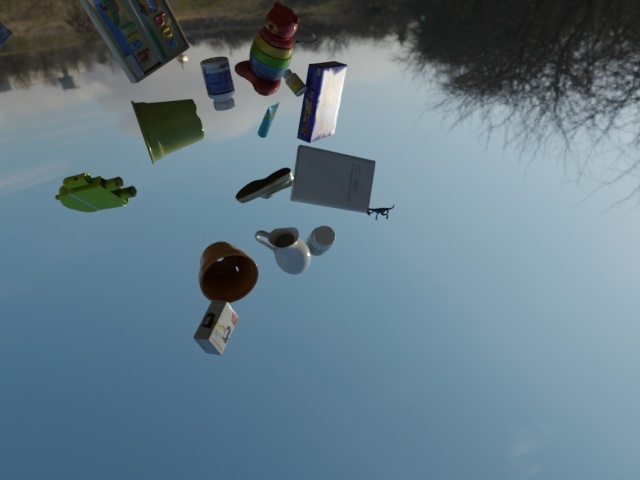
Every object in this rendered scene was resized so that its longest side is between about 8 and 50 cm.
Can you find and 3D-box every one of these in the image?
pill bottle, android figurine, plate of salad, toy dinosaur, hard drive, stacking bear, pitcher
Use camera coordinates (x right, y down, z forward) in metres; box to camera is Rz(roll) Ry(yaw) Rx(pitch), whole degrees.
[{"bbox_3d":[-0.117,-0.702,2.120,0.065,0.116,0.065,-39,179,0],"label":"pill bottle"},{"bbox_3d":[-0.823,-0.168,1.735,0.272,0.056,0.248,-11,161,11],"label":"android figurine"},{"bbox_3d":[-0.395,-0.612,1.867,0.111,0.187,0.112,-6,-148,4],"label":"pill bottle"},{"bbox_3d":[-0.106,-0.917,2.129,0.199,0.048,0.200,13,-141,-11],"label":"plate of salad"},{"bbox_3d":[0.000,0.000,2.277,0.119,0.119,0.208,-13,170,-14],"label":"pill bottle"},{"bbox_3d":[0.210,-0.104,1.727,0.082,0.047,0.090,29,-121,33],"label":"toy dinosaur"},{"bbox_3d":[0.050,-0.222,1.763,0.307,0.203,0.040,8,-178,-23],"label":"hard drive"},{"bbox_3d":[-0.171,-0.700,1.717,0.175,0.289,0.164,44,-133,9],"label":"stacking bear"},{"bbox_3d":[-0.132,0.033,1.709,0.177,0.207,0.126,11,-118,22],"label":"pitcher"}]

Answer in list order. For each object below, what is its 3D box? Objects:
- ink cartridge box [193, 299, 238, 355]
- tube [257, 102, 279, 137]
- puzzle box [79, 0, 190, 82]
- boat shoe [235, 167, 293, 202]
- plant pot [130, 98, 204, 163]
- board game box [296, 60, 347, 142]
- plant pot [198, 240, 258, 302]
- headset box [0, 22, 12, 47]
[{"bbox_3d":[-0.406,0.342,1.869,0.072,0.127,0.175,4,-129,22],"label":"ink cartridge box"},{"bbox_3d":[-0.263,-0.604,2.387,0.052,0.207,0.080,40,-131,5],"label":"tube"},{"bbox_3d":[-0.649,-0.791,1.636,0.052,0.409,0.272,16,-126,40],"label":"puzzle box"},{"bbox_3d":[-0.265,-0.247,2.322,0.302,0.098,0.109,-29,-141,-11],"label":"boat shoe"},{"bbox_3d":[-0.653,-0.499,2.081,0.253,0.276,0.276,-20,-152,-16],"label":"plant pot"},{"bbox_3d":[0.008,-0.659,2.266,0.078,0.347,0.233,26,-148,22],"label":"board game box"},{"bbox_3d":[-0.477,0.139,2.373,0.290,0.291,0.203,-16,-144,-20],"label":"plant pot"},{"bbox_3d":[-0.911,-0.581,1.334,0.032,0.062,0.083,33,172,2],"label":"headset box"}]
